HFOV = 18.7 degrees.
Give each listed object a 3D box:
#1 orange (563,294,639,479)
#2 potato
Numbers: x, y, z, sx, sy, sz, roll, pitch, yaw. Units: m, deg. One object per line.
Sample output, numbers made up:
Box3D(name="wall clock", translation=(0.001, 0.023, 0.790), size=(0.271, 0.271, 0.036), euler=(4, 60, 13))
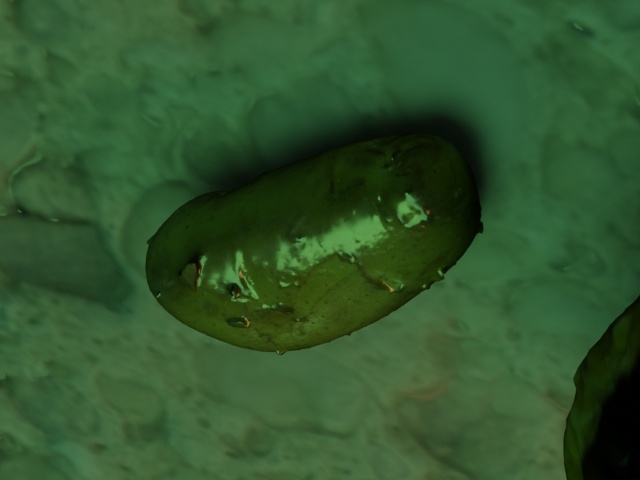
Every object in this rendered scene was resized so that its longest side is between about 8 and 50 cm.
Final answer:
Box3D(name="orange", translation=(0.291, 0.109, 0.858), size=(0.368, 0.210, 0.271), euler=(21, 132, 5))
Box3D(name="potato", translation=(0.000, 0.000, 0.987), size=(0.188, 0.085, 0.105), euler=(-25, 133, 31))
